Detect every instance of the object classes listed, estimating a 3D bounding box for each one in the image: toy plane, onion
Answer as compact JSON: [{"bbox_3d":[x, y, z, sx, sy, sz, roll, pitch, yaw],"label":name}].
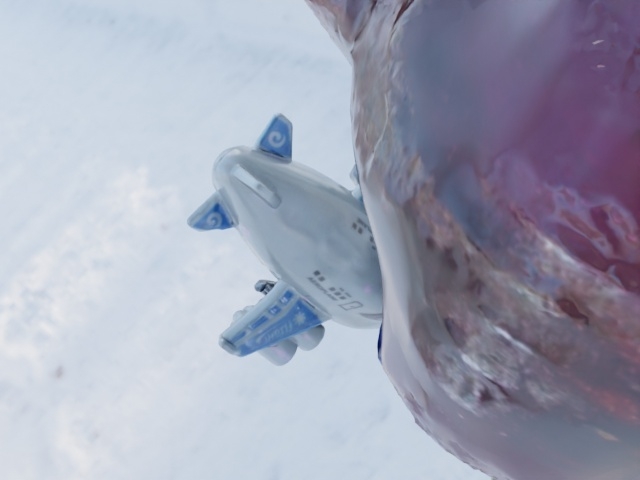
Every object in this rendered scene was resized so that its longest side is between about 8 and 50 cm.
[{"bbox_3d":[-0.002,-0.002,1.245,0.267,0.267,0.122,-46,37,-3],"label":"toy plane"},{"bbox_3d":[0.122,-0.071,0.699,0.398,0.420,0.398,-61,-6,-11],"label":"onion"}]

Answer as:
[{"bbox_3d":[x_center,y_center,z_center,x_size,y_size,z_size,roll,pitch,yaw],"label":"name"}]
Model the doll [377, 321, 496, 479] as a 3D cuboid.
[{"bbox_3d":[0.179,0.071,1.261,0.187,0.376,0.365,-37,8,18],"label":"doll"}]
